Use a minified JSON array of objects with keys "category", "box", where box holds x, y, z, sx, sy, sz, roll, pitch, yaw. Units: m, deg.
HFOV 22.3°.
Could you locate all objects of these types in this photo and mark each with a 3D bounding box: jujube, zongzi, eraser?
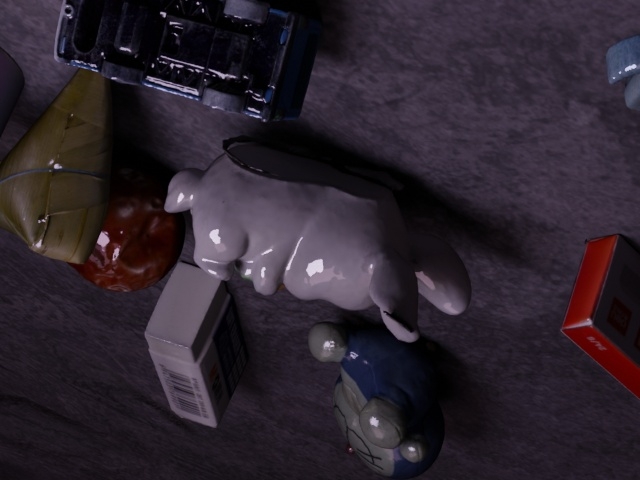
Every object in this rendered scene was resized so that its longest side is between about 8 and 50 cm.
[{"category":"jujube","box":[-0.267,-0.025,2.038,0.168,0.168,0.236,42,171,-30]},{"category":"zongzi","box":[-0.313,-0.116,1.878,0.115,0.256,0.228,4,-171,-30]},{"category":"eraser","box":[-0.173,0.154,2.306,0.081,0.124,0.279,18,154,14]}]

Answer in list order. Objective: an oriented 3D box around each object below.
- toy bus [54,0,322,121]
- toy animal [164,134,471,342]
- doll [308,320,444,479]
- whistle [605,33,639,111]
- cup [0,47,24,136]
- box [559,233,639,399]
[{"category":"toy bus","box":[-0.128,-0.195,1.585,0.234,0.116,0.133,17,-170,16]},{"category":"toy animal","box":[0.000,-0.003,1.770,0.325,0.208,0.154,26,116,23]},{"category":"doll","box":[0.081,0.218,2.174,0.228,0.154,0.258,51,157,27]},{"category":"whistle","box":[0.335,-0.152,1.307,0.180,0.093,0.269,7,162,-20]},{"category":"cup","box":[-0.474,-0.103,1.902,0.203,0.288,0.203,21,154,11]},{"category":"box","box":[0.357,0.106,1.741,0.229,0.123,0.050,40,146,-26]}]
